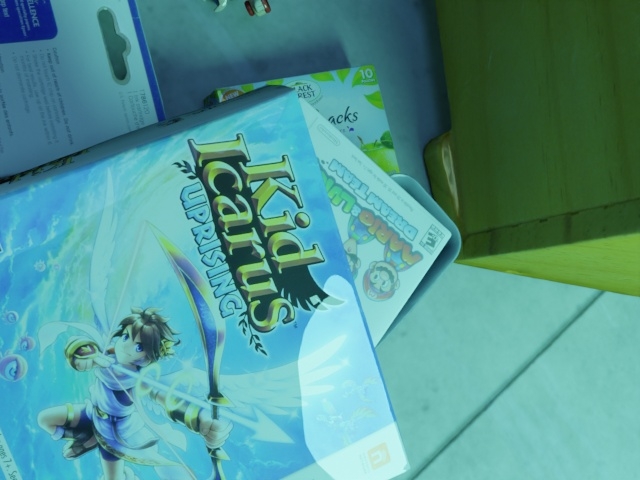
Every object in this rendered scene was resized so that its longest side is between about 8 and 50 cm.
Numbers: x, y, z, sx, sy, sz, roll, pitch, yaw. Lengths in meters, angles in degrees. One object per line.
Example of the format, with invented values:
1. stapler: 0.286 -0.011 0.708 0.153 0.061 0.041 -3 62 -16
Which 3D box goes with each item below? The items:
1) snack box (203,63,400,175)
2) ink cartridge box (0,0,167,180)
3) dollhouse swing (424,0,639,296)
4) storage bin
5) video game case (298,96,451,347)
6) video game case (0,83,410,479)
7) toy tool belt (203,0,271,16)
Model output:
1. snack box: -0.013 -0.082 0.783 0.141 0.037 0.100 -14 88 -24
2. ink cartridge box: -0.272 -0.109 0.640 0.332 0.065 0.165 -14 90 -36
3. dollhouse swing: 0.272 -0.129 0.743 0.315 0.347 0.305 10 80 -22
4. storage bin: 0.024 0.017 0.759 0.098 0.091 0.135 47 68 -11
5. video game case: 0.000 0.000 0.691 0.157 0.019 0.143 41 71 -13
6. video game case: -0.092 0.070 0.596 0.244 0.061 0.269 -23 107 -17
7. toy tool belt: -0.080 -0.208 0.769 0.051 0.052 0.083 -26 92 8
